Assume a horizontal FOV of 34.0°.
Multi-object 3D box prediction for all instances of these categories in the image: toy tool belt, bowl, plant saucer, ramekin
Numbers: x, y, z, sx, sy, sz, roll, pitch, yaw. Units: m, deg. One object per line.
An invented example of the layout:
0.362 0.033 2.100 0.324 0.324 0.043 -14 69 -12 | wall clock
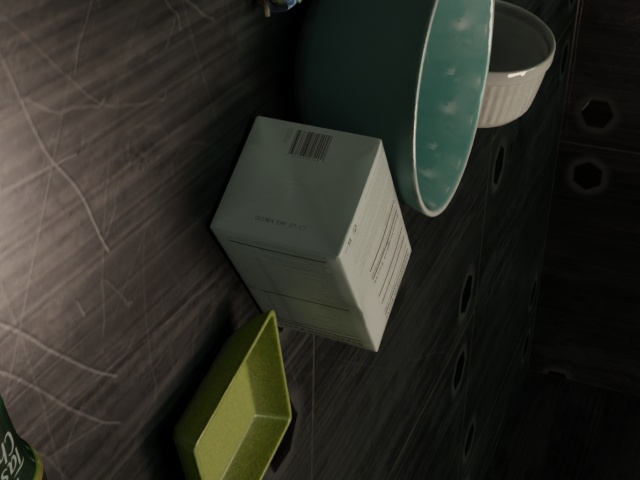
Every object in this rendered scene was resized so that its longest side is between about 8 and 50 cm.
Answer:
-0.037 -0.234 0.985 0.083 0.052 0.051 -56 143 -46 | toy tool belt
0.077 -0.192 1.164 0.311 0.163 0.311 12 90 -72 | bowl
-0.094 0.193 1.087 0.188 0.045 0.188 84 26 -43 | plant saucer
0.222 -0.252 1.497 0.207 0.207 0.109 -58 162 -46 | ramekin

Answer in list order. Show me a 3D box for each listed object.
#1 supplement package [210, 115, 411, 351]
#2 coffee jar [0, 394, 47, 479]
0.000 0.000 1.097 0.244 0.139 0.133 67 40 -61 | supplement package
-0.225 0.123 0.617 0.184 0.079 0.096 83 27 -45 | coffee jar
